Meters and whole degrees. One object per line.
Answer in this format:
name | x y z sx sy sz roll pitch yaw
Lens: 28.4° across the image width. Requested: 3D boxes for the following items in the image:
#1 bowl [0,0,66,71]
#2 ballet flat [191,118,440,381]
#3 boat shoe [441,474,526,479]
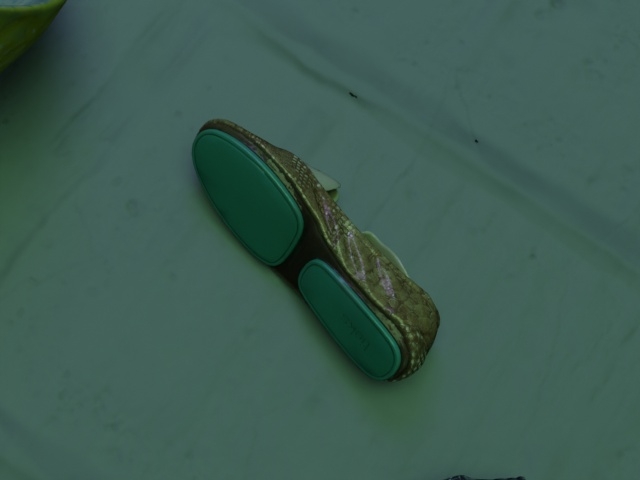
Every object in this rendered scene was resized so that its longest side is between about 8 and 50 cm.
bowl | -0.308 -0.156 0.741 0.289 0.289 0.156 36 113 4
ballet flat | 0.000 0.000 0.811 0.206 0.073 0.067 52 45 7
boat shoe | 0.046 0.190 0.750 0.183 0.065 0.083 -4 71 -17
